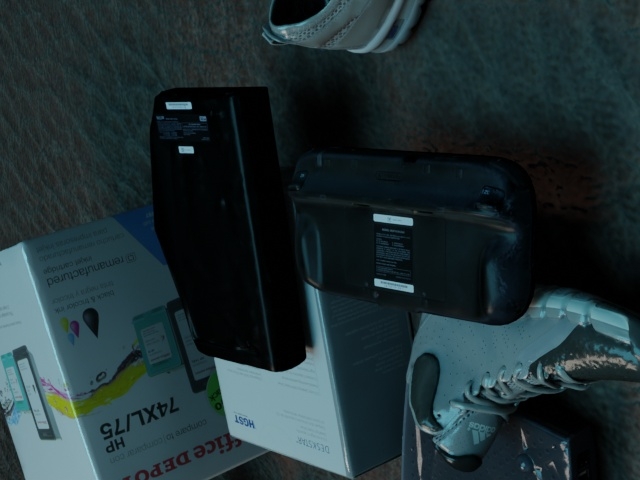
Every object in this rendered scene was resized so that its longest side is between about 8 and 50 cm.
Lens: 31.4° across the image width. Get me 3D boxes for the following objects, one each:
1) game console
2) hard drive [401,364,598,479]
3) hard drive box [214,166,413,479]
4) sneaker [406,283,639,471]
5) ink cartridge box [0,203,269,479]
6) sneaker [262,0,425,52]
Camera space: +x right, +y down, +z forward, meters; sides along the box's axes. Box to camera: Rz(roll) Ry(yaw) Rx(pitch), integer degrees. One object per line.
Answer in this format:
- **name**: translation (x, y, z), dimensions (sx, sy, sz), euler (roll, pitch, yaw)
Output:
- **game console**: translation (0.000, 0.000, 0.803), dimensions (0.361, 0.044, 0.213), euler (8, 112, 46)
- **hard drive**: translation (0.133, 0.223, 0.851), dimensions (0.172, 0.054, 0.255), euler (23, 122, 47)
- **hard drive box**: translation (-0.016, 0.060, 0.953), dimensions (0.181, 0.089, 0.232), euler (6, 109, 52)
- **sneaker**: translation (0.133, 0.095, 0.727), dimensions (0.228, 0.086, 0.132), euler (16, 83, 60)
- **ink cartridge box**: translation (-0.205, 0.119, 1.146), dimensions (0.197, 0.198, 0.270), euler (-16, 93, 55)
- **sneaker**: translation (0.029, -0.240, 0.732), dimensions (0.105, 0.115, 0.281), euler (40, 135, 37)
